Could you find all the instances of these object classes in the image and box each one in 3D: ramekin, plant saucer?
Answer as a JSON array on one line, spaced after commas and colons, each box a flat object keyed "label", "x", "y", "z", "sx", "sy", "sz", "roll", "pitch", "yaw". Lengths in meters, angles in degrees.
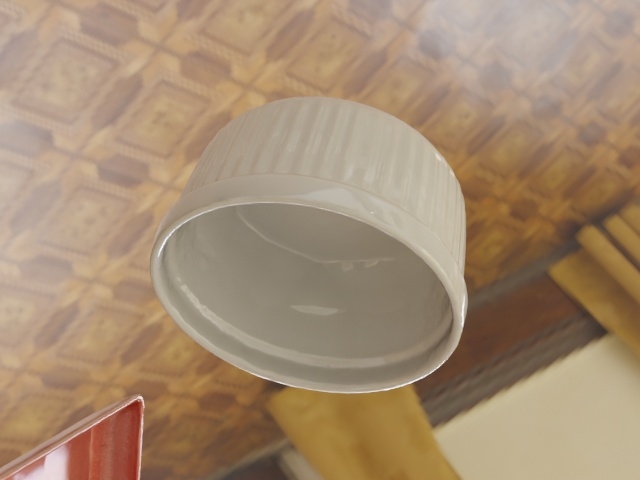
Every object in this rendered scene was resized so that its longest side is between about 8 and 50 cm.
[{"label": "ramekin", "x": 0.000, "y": 0.000, "z": 0.939, "sx": 0.207, "sy": 0.109, "sz": 0.207, "roll": 9, "pitch": 142, "yaw": 7}, {"label": "plant saucer", "x": -0.210, "y": 0.260, "z": 1.017, "sx": 0.259, "sy": 0.048, "sz": 0.258, "roll": -26, "pitch": 123, "yaw": -67}]
